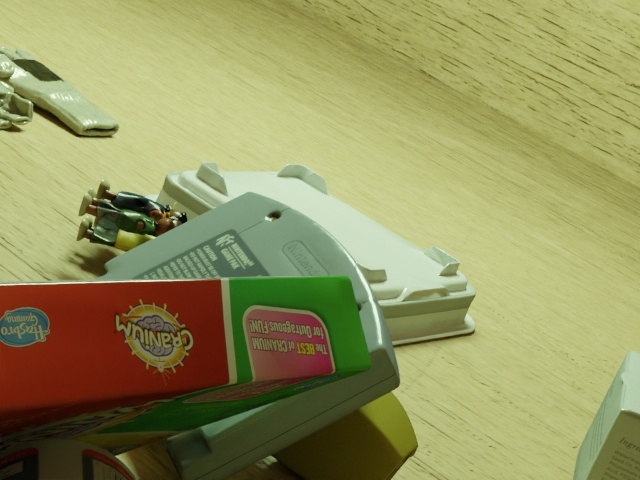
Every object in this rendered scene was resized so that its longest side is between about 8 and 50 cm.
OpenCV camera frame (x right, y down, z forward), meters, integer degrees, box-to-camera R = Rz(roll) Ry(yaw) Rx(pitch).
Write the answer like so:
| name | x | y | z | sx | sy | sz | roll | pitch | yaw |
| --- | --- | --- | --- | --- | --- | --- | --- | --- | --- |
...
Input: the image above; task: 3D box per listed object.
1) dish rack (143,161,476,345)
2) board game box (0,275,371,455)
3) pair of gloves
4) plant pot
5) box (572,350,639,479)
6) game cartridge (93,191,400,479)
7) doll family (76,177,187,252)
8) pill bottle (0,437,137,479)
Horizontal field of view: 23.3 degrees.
| name | x | y | z | sx | sy | sz | roll | pitch | yaw |
| --- | --- | --- | --- | --- | --- | --- | --- | --- | --- |
| dish rack | 0.000 | 0.000 | 1.684 | 0.333 | 0.072 | 0.285 | 33 | 18 | 29 |
| board game box | -0.158 | 0.087 | 0.921 | 0.317 | 0.242 | 0.064 | 0 | 72 | -53 |
| pair of gloves | -0.376 | -0.185 | 1.825 | 0.204 | 0.042 | 0.240 | 33 | 20 | 33 |
| plant pot | 0.026 | 0.155 | 1.202 | 0.083 | 0.081 | 0.081 | 42 | 20 | 11 |
| box | 0.325 | 0.205 | 1.361 | 0.182 | 0.119 | 0.181 | 24 | 16 | 7 |
| game cartridge | -0.061 | 0.065 | 1.209 | 0.198 | 0.062 | 0.297 | -23 | 31 | -11 |
| doll family | -0.167 | -0.009 | 1.478 | 0.111 | 0.076 | 0.193 | 17 | 13 | -1 |
| pill bottle | -0.138 | 0.189 | 0.806 | 0.108 | 0.108 | 0.180 | 18 | 17 | -16 |
